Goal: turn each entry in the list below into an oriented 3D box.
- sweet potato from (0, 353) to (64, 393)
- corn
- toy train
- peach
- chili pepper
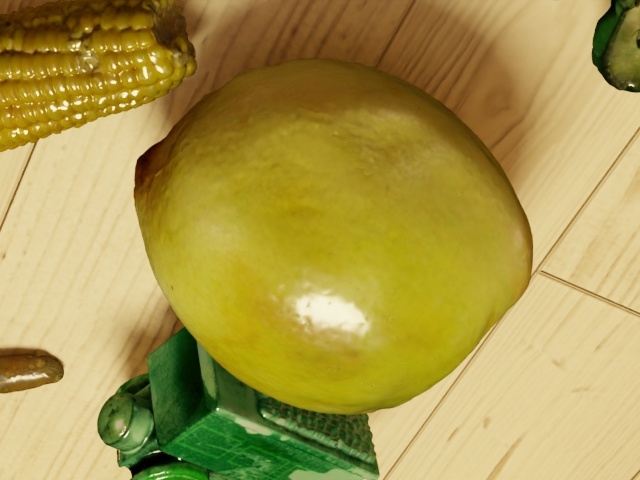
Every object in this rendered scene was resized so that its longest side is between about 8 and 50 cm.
[{"bbox_3d":[-0.446,0.148,1.241,0.346,0.079,0.108,9,111,-9],"label":"sweet potato"},{"bbox_3d":[-0.283,-0.131,1.030,0.363,0.120,0.120,-12,122,9],"label":"corn"},{"bbox_3d":[-0.088,0.192,1.199,0.202,0.145,0.266,-37,135,25],"label":"toy train"},{"bbox_3d":[0.008,0.001,1.017,0.314,0.281,0.315,-35,107,28],"label":"peach"},{"bbox_3d":[0.282,-0.239,0.942,0.148,0.116,0.264,-20,146,-10],"label":"chili pepper"}]
